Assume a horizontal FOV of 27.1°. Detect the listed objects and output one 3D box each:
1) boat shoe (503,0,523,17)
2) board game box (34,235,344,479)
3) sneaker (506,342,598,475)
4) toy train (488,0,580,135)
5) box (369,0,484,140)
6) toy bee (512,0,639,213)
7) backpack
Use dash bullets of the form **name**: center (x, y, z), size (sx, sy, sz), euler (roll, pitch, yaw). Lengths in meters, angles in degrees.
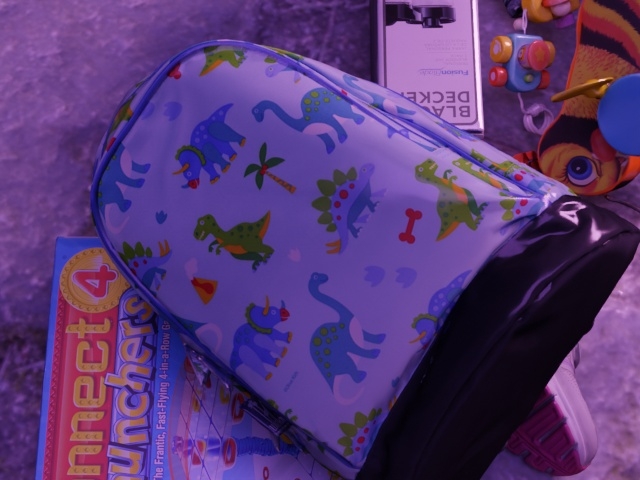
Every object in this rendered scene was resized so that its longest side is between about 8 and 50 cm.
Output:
- **boat shoe**: center (0.247, -0.279, 1.291), size (0.183, 0.065, 0.083), euler (-23, 77, -6)
- **board game box**: center (-0.074, 0.151, 1.093), size (0.302, 0.086, 0.308), euler (0, 67, -1)
- **sneaker**: center (0.179, 0.072, 1.118), size (0.111, 0.103, 0.252), euler (-18, 81, -31)
- **toy train**: center (0.232, -0.183, 1.230), size (0.125, 0.046, 0.166), euler (43, 76, -19)
- **box**: center (0.090, -0.186, 1.191), size (0.087, 0.169, 0.290), euler (0, 68, 0)
- **toy bee**: center (0.244, -0.103, 1.163), size (0.162, 0.195, 0.298), euler (3, 77, 27)
- **backpack**: center (0.000, 0.000, 0.986), size (0.355, 0.273, 0.290), euler (42, 102, 29)
